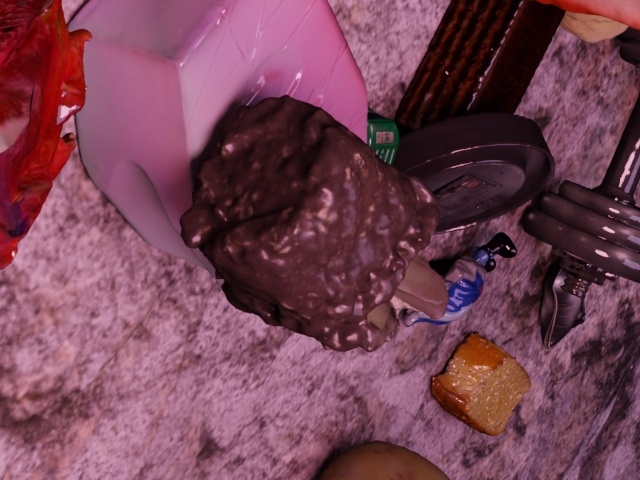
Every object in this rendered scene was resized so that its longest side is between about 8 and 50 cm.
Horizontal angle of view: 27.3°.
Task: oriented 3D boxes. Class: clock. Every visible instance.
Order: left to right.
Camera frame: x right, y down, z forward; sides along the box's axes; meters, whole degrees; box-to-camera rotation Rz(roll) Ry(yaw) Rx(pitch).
[{"bbox_3d":[0.124,-0.060,1.220,0.184,0.184,0.040,32,41,-60],"label":"clock"}]

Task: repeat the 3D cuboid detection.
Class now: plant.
[{"bbox_3d":[0.000,0.000,0.879,0.203,0.142,0.131,37,74,-50],"label":"plant"}]

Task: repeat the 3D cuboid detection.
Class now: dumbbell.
[{"bbox_3d":[0.374,-0.122,1.546,0.179,0.179,0.406,9,104,-60],"label":"dumbbell"}]

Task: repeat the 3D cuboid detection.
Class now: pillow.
[{"bbox_3d":[0.319,0.072,1.733,0.091,0.055,0.136,-27,135,-21],"label":"pillow"}]

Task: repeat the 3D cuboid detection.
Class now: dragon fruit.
[{"bbox_3d":[-0.199,-0.044,0.740,0.274,0.126,0.161,-47,146,-27],"label":"dragon fruit"}]

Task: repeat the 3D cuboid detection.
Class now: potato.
[{"bbox_3d":[0.070,0.302,1.401,0.165,0.165,0.262,-54,161,-18],"label":"potato"}]

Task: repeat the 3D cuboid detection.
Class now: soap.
[{"bbox_3d":[-0.059,-0.074,0.961,0.193,0.109,0.324,-54,149,-15],"label":"soap"}]

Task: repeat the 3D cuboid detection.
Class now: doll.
[{"bbox_3d":[0.142,0.046,1.420,0.195,0.070,0.096,-33,169,-48],"label":"doll"}]

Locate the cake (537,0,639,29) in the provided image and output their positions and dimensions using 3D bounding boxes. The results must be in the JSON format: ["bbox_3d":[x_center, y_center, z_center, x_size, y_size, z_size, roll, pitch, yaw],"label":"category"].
[{"bbox_3d":[0.208,-0.366,1.003,0.270,0.269,0.320,-46,148,-31],"label":"cake"}]

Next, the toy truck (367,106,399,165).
[{"bbox_3d":[0.017,-0.046,1.133,0.065,0.079,0.147,-9,117,-55],"label":"toy truck"}]

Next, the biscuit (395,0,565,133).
[{"bbox_3d":[0.167,-0.193,1.268,0.252,0.070,0.106,-63,151,-2],"label":"biscuit"}]

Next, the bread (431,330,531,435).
[{"bbox_3d":[0.198,0.179,1.616,0.103,0.065,0.187,-54,148,-7],"label":"bread"}]

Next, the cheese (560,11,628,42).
[{"bbox_3d":[0.291,-0.300,1.365,0.123,0.093,0.167,-62,156,-24],"label":"cheese"}]
